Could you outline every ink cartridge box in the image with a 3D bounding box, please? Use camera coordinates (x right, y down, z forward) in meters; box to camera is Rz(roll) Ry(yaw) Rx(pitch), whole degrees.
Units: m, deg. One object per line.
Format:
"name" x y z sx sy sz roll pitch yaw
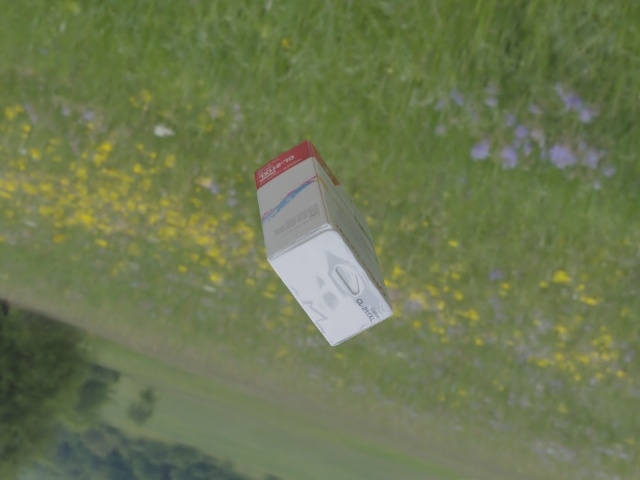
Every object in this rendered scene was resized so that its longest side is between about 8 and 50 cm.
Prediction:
"ink cartridge box" 0.000 0.000 1.226 0.127 0.072 0.175 55 -168 -30
